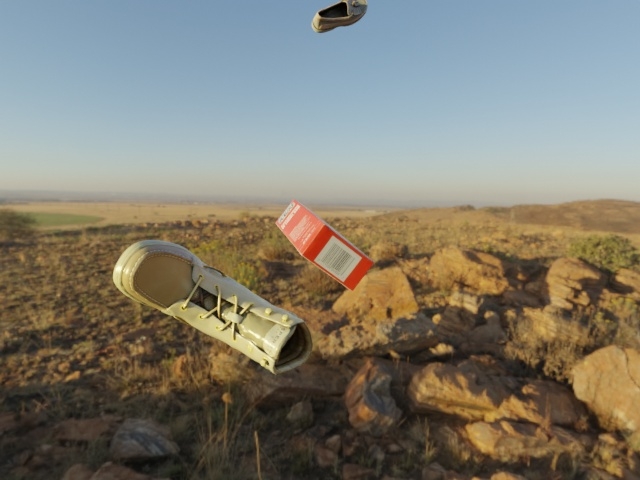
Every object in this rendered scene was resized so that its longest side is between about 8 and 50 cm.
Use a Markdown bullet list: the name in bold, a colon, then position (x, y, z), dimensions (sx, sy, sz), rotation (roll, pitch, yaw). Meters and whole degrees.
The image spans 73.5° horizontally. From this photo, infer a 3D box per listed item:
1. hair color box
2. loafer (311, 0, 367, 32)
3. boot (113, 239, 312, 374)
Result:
- **hair color box**: position (0.000, 0.000, 0.616), dimensions (0.093, 0.053, 0.167), rotation (37, 2, -24)
- **loafer**: position (0.042, -0.442, 0.832), dimensions (0.125, 0.045, 0.039), rotation (-30, -4, -13)
- **boot**: position (-0.134, 0.098, 0.596), dimensions (0.203, 0.095, 0.262), rotation (23, -15, 31)
